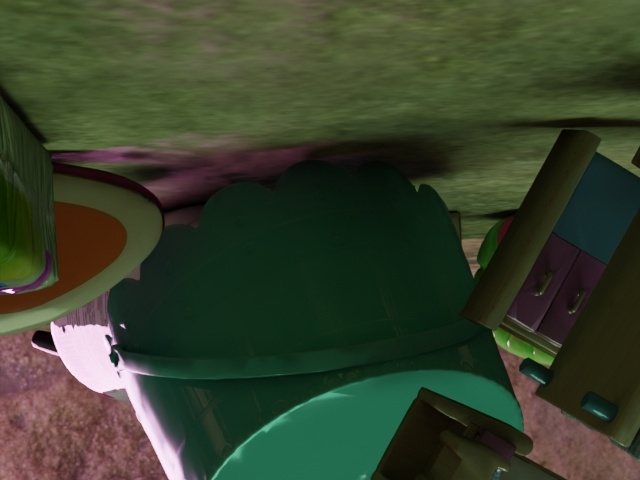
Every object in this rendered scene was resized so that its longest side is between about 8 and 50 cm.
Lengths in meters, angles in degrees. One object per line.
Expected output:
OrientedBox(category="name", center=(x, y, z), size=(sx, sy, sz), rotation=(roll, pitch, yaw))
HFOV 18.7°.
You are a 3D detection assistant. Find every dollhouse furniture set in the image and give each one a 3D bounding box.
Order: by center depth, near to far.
OrientedBox(category="dollhouse furniture set", center=(0.211, 0.088, 1.102), size=(0.198, 0.286, 0.303), rotation=(29, 178, -12))

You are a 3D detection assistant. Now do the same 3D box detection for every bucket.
OrientedBox(category="bucket", center=(0.001, 0.097, 1.368), size=(0.281, 0.183, 0.281), rotation=(-15, 141, -12))

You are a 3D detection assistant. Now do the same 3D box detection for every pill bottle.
OrientedBox(category="pill bottle", center=(-0.113, 0.055, 1.635), size=(0.160, 0.160, 0.283), rotation=(0, 175, -25))

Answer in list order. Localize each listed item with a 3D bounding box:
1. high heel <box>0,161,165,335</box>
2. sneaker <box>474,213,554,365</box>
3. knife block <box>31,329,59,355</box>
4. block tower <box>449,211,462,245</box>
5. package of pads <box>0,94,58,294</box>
OrientedBox(category="high heel", center=(-0.296, -0.015, 1.324), size=(0.377, 0.127, 0.181), rotation=(-5, -157, -5))
OrientedBox(category="sneaker", center=(0.371, 0.076, 1.718), size=(0.482, 0.185, 0.202), rotation=(27, -154, 29))
OrientedBox(category="knife block", center=(-0.148, 0.109, 1.869), size=(0.242, 0.276, 0.088), rotation=(-36, 162, 20))
OrientedBox(category="block tower", center=(0.088, 0.032, 1.881), size=(0.097, 0.091, 0.335), rotation=(-3, 176, 3))
OrientedBox(category="package of pads", center=(-0.273, -0.020, 1.065), size=(0.229, 0.101, 0.296), rotation=(-3, 174, -3))
